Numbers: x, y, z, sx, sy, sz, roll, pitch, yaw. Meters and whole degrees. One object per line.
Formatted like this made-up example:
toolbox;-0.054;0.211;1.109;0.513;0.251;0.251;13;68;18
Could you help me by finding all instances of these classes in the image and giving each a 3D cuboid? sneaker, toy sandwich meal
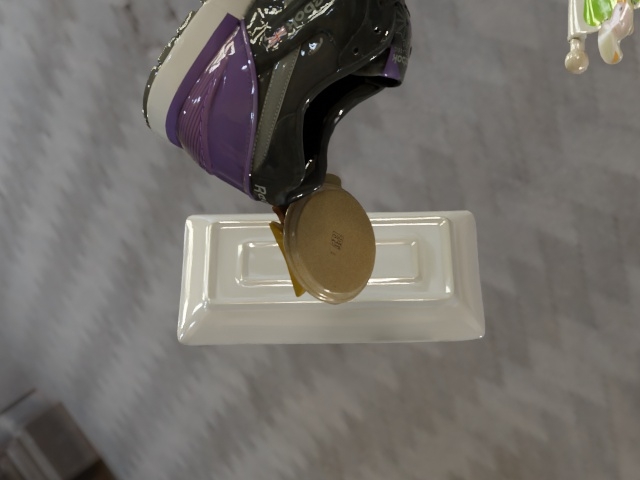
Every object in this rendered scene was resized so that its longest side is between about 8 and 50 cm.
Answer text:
sneaker;0.021;-0.152;0.839;0.124;0.283;0.107;35;-168;23
toy sandwich meal;0.000;0.000;0.903;0.029;0.085;0.085;-13;111;48

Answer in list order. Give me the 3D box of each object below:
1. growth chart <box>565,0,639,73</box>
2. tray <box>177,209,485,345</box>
growth chart;0.211;-0.216;0.874;0.237;0.021;0.172;133;143;-59
tray;0.009;0.025;1.276;0.030;0.270;0.145;88;-179;-52
